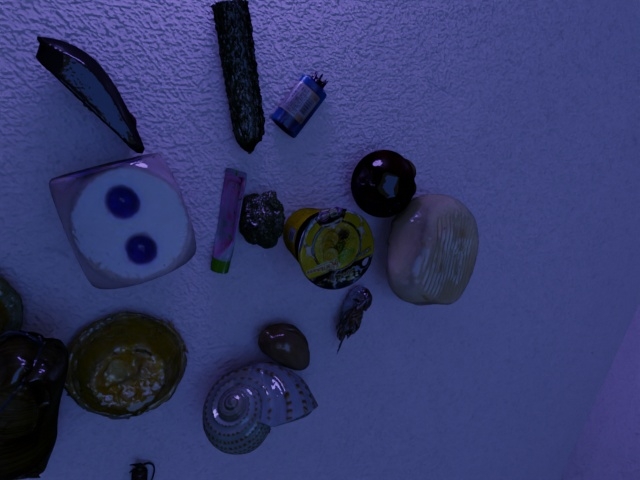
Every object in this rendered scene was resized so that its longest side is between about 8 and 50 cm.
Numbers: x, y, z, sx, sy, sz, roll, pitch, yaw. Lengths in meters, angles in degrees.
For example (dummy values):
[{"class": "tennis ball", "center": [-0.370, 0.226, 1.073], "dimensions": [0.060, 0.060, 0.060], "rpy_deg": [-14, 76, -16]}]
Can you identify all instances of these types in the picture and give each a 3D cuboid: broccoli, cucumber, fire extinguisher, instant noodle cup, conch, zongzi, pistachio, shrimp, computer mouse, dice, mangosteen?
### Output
[{"class": "broccoli", "center": [-0.152, -0.060, 1.239], "dimensions": [0.138, 0.145, 0.162], "rpy_deg": [-31, 135, -56]}, {"class": "cucumber", "center": [-0.194, -0.399, 1.155], "dimensions": [0.096, 0.096, 0.360], "rpy_deg": [-14, 109, -20]}, {"class": "fire extinguisher", "center": [-0.508, 0.690, 1.316], "dimensions": [0.078, 0.045, 0.157], "rpy_deg": [-8, 107, -51]}, {"class": "instant noodle cup", "center": [0.000, 0.000, 1.258], "dimensions": [0.215, 0.236, 0.216], "rpy_deg": [-6, 105, -23]}, {"class": "conch", "center": [-0.171, 0.451, 1.305], "dimensions": [0.302, 0.319, 0.215], "rpy_deg": [-21, 80, 1]}, {"class": "zongzi", "center": [-0.782, 0.336, 0.979], "dimensions": [0.431, 0.208, 0.403], "rpy_deg": [16, 121, -20]}, {"class": "pistachio", "center": [-0.100, 0.312, 1.360], "dimensions": [0.124, 0.124, 0.185], "rpy_deg": [-42, 119, -9]}, {"class": "shrimp", "center": [0.095, 0.252, 1.454], "dimensions": [0.090, 0.079, 0.233], "rpy_deg": [9, 105, -63]}, {"class": "computer mouse", "center": [-0.481, -0.319, 1.011], "dimensions": [0.087, 0.168, 0.295], "rpy_deg": [-45, 118, -9]}, {"class": "dice", "center": [-0.439, -0.050, 1.046], "dimensions": [0.243, 0.259, 0.251], "rpy_deg": [-22, 109, -20]}, {"class": "mangosteen", "center": [0.196, -0.168, 1.346], "dimensions": [0.230, 0.194, 0.194], "rpy_deg": [-20, 112, -45]}]

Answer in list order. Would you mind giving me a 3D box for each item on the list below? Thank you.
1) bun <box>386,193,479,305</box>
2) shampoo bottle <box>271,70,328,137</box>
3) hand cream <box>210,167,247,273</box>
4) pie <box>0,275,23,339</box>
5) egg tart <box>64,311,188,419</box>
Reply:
[{"class": "bun", "center": [0.322, 0.039, 1.428], "dimensions": [0.360, 0.213, 0.361], "rpy_deg": [-9, 104, -38]}, {"class": "shampoo bottle", "center": [-0.048, -0.374, 1.250], "dimensions": [0.087, 0.050, 0.183], "rpy_deg": [38, 87, -24]}, {"class": "hand cream", "center": [-0.247, -0.050, 1.229], "dimensions": [0.078, 0.050, 0.276], "rpy_deg": [14, 100, 11]}, {"class": "pie", "center": [-0.827, 0.168, 1.033], "dimensions": [0.302, 0.067, 0.303], "rpy_deg": [-6, 107, -21]}, {"class": "egg tart", "center": [-0.497, 0.337, 1.190], "dimensions": [0.314, 0.120, 0.315], "rpy_deg": [-5, 104, -22]}]
